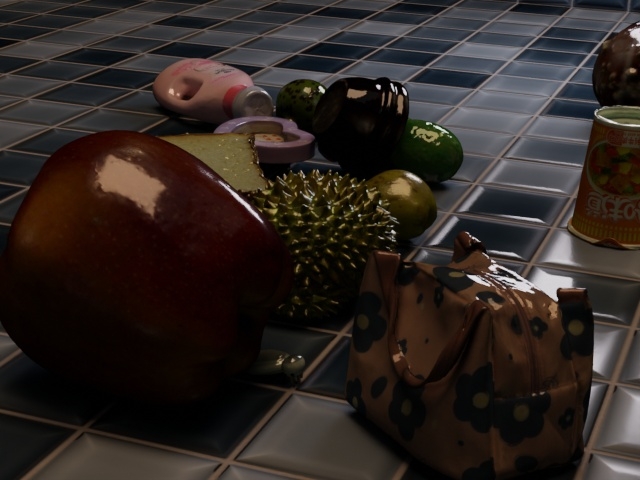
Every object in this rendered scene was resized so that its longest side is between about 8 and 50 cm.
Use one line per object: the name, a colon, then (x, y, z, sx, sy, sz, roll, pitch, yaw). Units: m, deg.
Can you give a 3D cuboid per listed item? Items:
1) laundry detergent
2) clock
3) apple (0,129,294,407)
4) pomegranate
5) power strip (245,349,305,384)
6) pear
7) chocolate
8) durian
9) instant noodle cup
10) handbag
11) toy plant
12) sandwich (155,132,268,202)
laundry detergent: (-0.204, -0.286, 2.454, 0.159, 0.087, 0.335, -33, 30, -20)
clock: (-0.108, -0.164, 2.200, 0.172, 0.064, 0.198, -7, 22, -23)
apple: (-0.199, 0.029, 1.379, 0.317, 0.288, 0.288, 27, 27, 15)
pomegranate: (-0.039, -0.232, 2.340, 0.122, 0.122, 0.161, 18, 53, 38)
power strip: (-0.053, 0.146, 1.435, 0.083, 0.035, 0.055, 0, 16, 37)
pear: (0.110, -0.053, 1.864, 0.131, 0.107, 0.107, 27, 32, 35)
chocolate: (0.692, -0.303, 2.420, 0.340, 0.225, 0.210, 5, 28, 19)
durian: (-0.001, 0.000, 1.637, 0.200, 0.176, 0.237, 34, 21, 22)
instant noodle cup: (0.462, -0.100, 1.896, 0.168, 0.185, 0.168, 1, 20, 0)
handbag: (0.149, 0.113, 1.294, 0.190, 0.193, 0.251, -7, 22, -31)
toy plant: (0.116, -0.182, 2.144, 0.235, 0.175, 0.218, 21, 6, -23)
sandwich: (-0.212, -0.076, 1.915, 0.271, 0.099, 0.301, -7, 25, -9)
